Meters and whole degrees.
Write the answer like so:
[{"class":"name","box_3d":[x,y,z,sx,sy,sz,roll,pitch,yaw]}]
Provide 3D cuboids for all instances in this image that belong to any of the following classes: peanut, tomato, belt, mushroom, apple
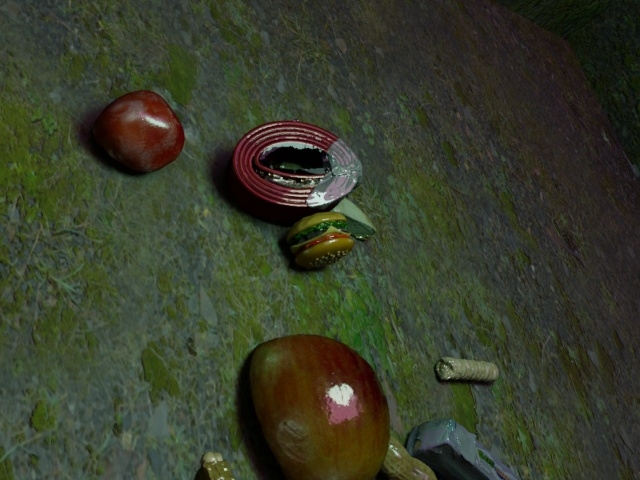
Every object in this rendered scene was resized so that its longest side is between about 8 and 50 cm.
[{"class":"peanut","box_3d":[0.174,0.485,1.625,0.193,0.089,0.089,45,39,-5]},{"class":"tomato","box_3d":[-0.383,-0.232,1.619,0.187,0.151,0.187,23,51,-32]},{"class":"belt","box_3d":[-0.060,-0.167,1.809,0.324,0.115,0.227,-1,74,-19]},{"class":"mushroom","box_3d":[0.008,-0.107,1.943,0.333,0.087,0.107,42,38,-13]},{"class":"apple","box_3d":[-0.012,0.330,1.499,0.254,0.179,0.345,-15,69,-30]}]

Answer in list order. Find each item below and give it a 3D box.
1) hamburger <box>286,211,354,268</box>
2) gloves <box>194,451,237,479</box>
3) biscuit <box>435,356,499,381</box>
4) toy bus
[{"class":"hamburger","box_3d":[0.000,0.000,1.794,0.162,0.162,0.115,-4,70,-45]},{"class":"gloves","box_3d":[-0.169,0.514,1.206,0.155,0.203,0.356,37,40,-51]},{"class":"biscuit","box_3d":[0.386,0.337,1.965,0.219,0.055,0.061,13,62,-37]},{"class":"toy bus","box_3d":[0.341,0.527,1.703,0.317,0.138,0.112,42,38,-13]}]
